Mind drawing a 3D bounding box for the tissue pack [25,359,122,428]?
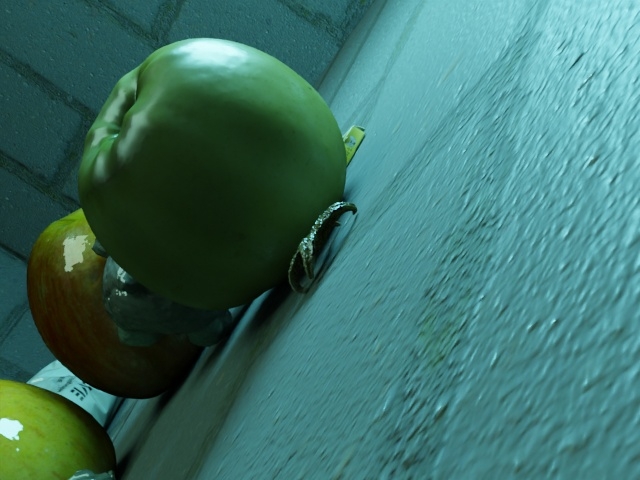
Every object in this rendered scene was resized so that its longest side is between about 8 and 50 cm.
[{"bbox_3d":[-0.546,0.385,2.021,0.390,0.195,0.375,-53,2,24],"label":"tissue pack"}]

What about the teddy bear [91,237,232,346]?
[{"bbox_3d":[-0.165,-0.004,1.203,0.151,0.236,0.267,74,-159,-46],"label":"teddy bear"}]

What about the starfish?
[{"bbox_3d":[0.000,0.000,0.870,0.078,0.028,0.091,-54,3,33],"label":"starfish"}]

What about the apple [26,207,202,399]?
[{"bbox_3d":[-0.270,0.058,1.395,0.301,0.302,0.301,-55,8,11],"label":"apple"}]

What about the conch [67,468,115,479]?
[{"bbox_3d":[-0.263,0.289,0.913,0.200,0.131,0.172,-16,-12,8],"label":"conch"}]

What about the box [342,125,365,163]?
[{"bbox_3d":[0.002,-0.064,1.146,0.149,0.020,0.073,-60,8,-30],"label":"box"}]

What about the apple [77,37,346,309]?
[{"bbox_3d":[-0.107,-0.063,1.000,0.262,0.262,0.262,-55,8,11],"label":"apple"}]

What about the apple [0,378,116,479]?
[{"bbox_3d":[-0.426,0.316,1.297,0.299,0.275,0.299,-59,2,4],"label":"apple"}]
